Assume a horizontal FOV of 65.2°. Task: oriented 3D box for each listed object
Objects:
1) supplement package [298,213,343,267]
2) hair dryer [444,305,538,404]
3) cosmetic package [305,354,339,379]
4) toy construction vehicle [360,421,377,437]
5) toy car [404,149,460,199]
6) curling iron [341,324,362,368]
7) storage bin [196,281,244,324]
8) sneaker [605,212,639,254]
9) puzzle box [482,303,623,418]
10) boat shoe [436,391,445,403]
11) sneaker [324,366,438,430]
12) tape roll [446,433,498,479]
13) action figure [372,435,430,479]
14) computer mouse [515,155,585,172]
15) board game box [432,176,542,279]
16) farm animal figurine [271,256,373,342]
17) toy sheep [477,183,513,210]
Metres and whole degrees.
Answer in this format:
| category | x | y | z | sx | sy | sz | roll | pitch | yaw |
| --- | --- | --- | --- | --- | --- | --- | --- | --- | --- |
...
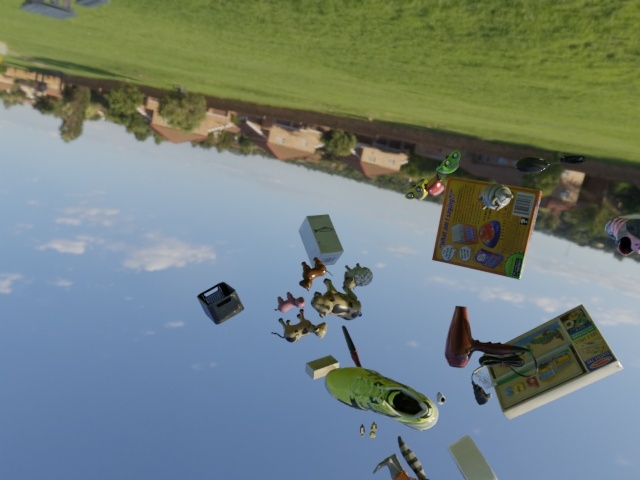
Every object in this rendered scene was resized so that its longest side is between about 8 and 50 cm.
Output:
| category | x | y | z | sx | sy | sz | roll | pitch | yaw |
| --- | --- | --- | --- | --- | --- | --- | --- | --- | --- |
| supplement package | 0.000 | 0.000 | 1.959 | 0.105 | 0.105 | 0.179 | -7 | -120 | -28 |
| hair dryer | 0.494 | 0.330 | 1.540 | 0.293 | 0.224 | 0.080 | 56 | -179 | 11 |
| cosmetic package | 0.006 | 0.473 | 1.870 | 0.115 | 0.041 | 0.060 | -9 | -154 | -31 |
| toy construction vehicle | 0.239 | 0.944 | 2.502 | 0.086 | 0.098 | 0.035 | -5 | -148 | 1 |
| toy car | 0.413 | -0.223 | 1.729 | 0.053 | 0.225 | 0.239 | 46 | 169 | -7 |
| curling iron | 0.139 | 0.454 | 2.016 | 0.035 | 0.068 | 0.274 | -11 | -134 | -10 |
| storage bin | -0.381 | 0.236 | 1.900 | 0.122 | 0.084 | 0.180 | -30 | -161 | -21 |
| sneaker | 1.046 | -0.013 | 1.721 | 0.112 | 0.131 | 0.319 | 33 | -178 | 12 |
| puzzle box | 0.787 | 0.421 | 1.746 | 0.052 | 0.409 | 0.272 | 43 | -156 | -26 |
| boat shoe | 0.558 | 0.733 | 2.300 | 0.035 | 0.100 | 0.035 | -32 | -135 | -13 |
| sneaker | 0.194 | 0.492 | 1.628 | 0.385 | 0.145 | 0.147 | 12 | 155 | 18 |
| tape roll | 0.605 | 0.905 | 1.937 | 0.100 | 0.286 | 0.286 | -30 | -168 | -1 |
| action figure | 0.319 | 0.747 | 1.468 | 0.330 | 0.178 | 0.341 | 33 | 159 | 21 |
| computer mouse | 0.819 | -0.285 | 1.781 | 0.242 | 0.041 | 0.071 | -8 | -148 | 2 |
| board game box | 0.719 | -0.068 | 2.143 | 0.357 | 0.356 | 0.356 | 13 | -169 | 23 |
| farm animal figurine | 0.015 | 0.241 | 1.818 | 0.327 | 0.330 | 0.172 | 4 | -148 | -26 |
| toy sheep | 0.562 | -0.139 | 1.602 | 0.091 | 0.091 | 0.132 | 8 | -175 | -31 |
